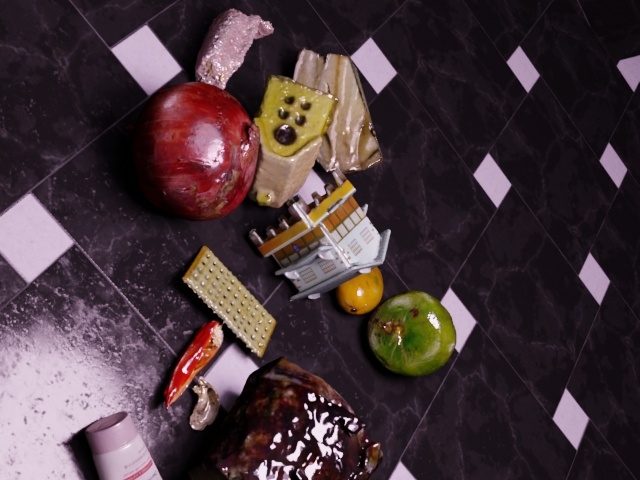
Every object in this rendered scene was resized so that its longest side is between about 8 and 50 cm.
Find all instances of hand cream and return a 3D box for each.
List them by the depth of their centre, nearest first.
[{"bbox_3d":[-0.330,0.427,1.518,0.133,0.083,0.248,-30,103,-42],"label":"hand cream"}]

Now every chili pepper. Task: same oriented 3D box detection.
[{"bbox_3d":[-0.239,0.222,1.691,0.059,0.050,0.268,85,29,-43],"label":"chili pepper"}]

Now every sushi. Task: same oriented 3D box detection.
[{"bbox_3d":[-0.066,0.417,1.596,0.299,0.281,0.294,30,48,5],"label":"sushi"}]

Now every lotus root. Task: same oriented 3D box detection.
[{"bbox_3d":[0.036,-0.302,2.093,0.210,0.142,0.314,-3,80,0],"label":"lotus root"}]

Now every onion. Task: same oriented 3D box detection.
[{"bbox_3d":[-0.237,-0.174,1.715,0.276,0.276,0.276,17,63,-36],"label":"onion"}]

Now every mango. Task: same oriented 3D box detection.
[{"bbox_3d":[0.096,0.109,2.002,0.163,0.089,0.111,-18,90,-55],"label":"mango"}]

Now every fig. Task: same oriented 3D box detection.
[{"bbox_3d":[0.223,0.211,2.040,0.235,0.203,0.203,-1,71,-74],"label":"fig"}]

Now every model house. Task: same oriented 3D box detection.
[{"bbox_3d":[-0.074,-0.196,1.874,0.174,0.193,0.234,15,57,-8],"label":"model house"},{"bbox_3d":[0.000,0.000,1.876,0.215,0.224,0.198,55,45,-5],"label":"model house"}]

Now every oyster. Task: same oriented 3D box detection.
[{"bbox_3d":[-0.231,0.316,1.682,0.083,0.038,0.081,-44,94,-16],"label":"oyster"}]

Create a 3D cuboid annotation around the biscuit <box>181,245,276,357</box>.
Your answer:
[{"bbox_3d":[-0.180,0.124,1.775,0.231,0.016,0.139,49,27,-15],"label":"biscuit"}]

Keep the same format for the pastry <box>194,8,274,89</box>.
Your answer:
[{"bbox_3d":[-0.208,-0.436,1.944,0.112,0.102,0.265,51,44,-23],"label":"pastry"}]
